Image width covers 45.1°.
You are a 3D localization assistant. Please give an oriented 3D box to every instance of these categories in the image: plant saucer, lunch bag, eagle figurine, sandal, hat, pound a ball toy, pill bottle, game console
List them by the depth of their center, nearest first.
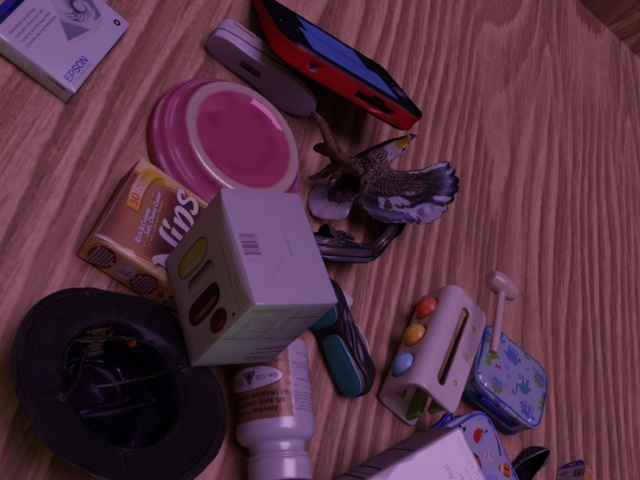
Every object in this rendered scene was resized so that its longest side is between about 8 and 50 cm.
[{"bbox_3d":[-0.305,0.232,1.109,0.331,0.134,0.331,28,35,-22],"label":"hat"},{"bbox_3d":[-0.076,0.284,1.275,0.131,0.131,0.230,12,60,-36],"label":"pill bottle"},{"bbox_3d":[0.249,0.464,1.468,0.303,0.115,0.243,-17,76,-43],"label":"lunch bag"},{"bbox_3d":[-0.165,-0.177,1.484,0.332,0.084,0.332,19,57,-32],"label":"plant saucer"},{"bbox_3d":[0.254,0.192,1.551,0.135,0.208,0.319,43,47,-14],"label":"pound a ball toy"},{"bbox_3d":[0.128,-0.147,1.631,0.298,0.225,0.227,9,80,-51],"label":"eagle figurine"},{"bbox_3d":[0.394,0.308,1.688,0.219,0.090,0.176,39,47,-18],"label":"lunch bag"},{"bbox_3d":[0.151,-0.037,1.692,0.060,0.090,0.219,36,52,10],"label":"sandal"},{"bbox_3d":[0.036,-0.401,1.700,0.386,0.060,0.342,25,27,-29],"label":"game console"}]

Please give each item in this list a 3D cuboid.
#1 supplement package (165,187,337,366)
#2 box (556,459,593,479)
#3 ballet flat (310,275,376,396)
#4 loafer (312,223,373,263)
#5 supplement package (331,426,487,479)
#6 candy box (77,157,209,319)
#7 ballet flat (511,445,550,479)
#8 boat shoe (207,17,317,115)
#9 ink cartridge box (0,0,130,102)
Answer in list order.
[{"bbox_3d":[-0.112,0.060,1.170,0.149,0.203,0.194,3,56,-38],"label":"supplement package"},{"bbox_3d":[0.556,0.551,1.700,0.028,0.081,0.136,41,48,-15],"label":"box"},{"bbox_3d":[0.029,0.161,1.468,0.096,0.095,0.281,-25,95,-55],"label":"ballet flat"},{"bbox_3d":[0.000,0.000,1.505,0.267,0.096,0.084,3,92,-37],"label":"loafer"},{"bbox_3d":[0.114,0.446,1.239,0.292,0.175,0.178,-25,83,-17],"label":"supplement package"},{"bbox_3d":[-0.227,0.028,1.316,0.316,0.087,0.183,37,49,-20],"label":"candy box"},{"bbox_3d":[0.439,0.494,1.654,0.058,0.049,0.173,55,45,-1],"label":"ballet flat"},{"bbox_3d":[-0.112,-0.368,1.631,0.267,0.096,0.088,31,55,-13],"label":"boat shoe"},{"bbox_3d":[-0.479,-0.386,1.357,0.224,0.045,0.223,37,49,-19],"label":"ink cartridge box"}]
